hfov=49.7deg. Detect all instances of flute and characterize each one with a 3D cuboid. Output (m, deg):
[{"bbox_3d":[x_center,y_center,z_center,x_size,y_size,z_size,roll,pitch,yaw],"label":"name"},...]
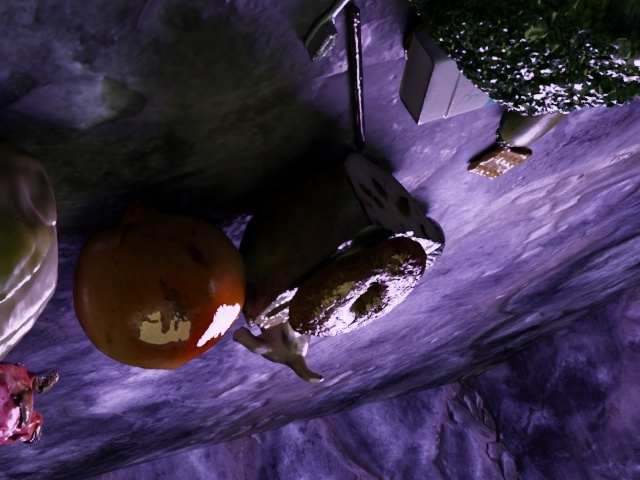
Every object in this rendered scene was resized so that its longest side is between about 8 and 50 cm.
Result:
[{"bbox_3d":[0.042,-0.168,0.771,0.014,0.014,0.269,-19,158,-3],"label":"flute"}]

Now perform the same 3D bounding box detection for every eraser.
[{"bbox_3d":[0.198,-0.196,0.729,0.225,0.052,0.095,-19,153,-16],"label":"eraser"}]

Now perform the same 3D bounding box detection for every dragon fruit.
[{"bbox_3d":[-0.575,0.302,1.168,0.282,0.147,0.211,2,149,-41],"label":"dragon fruit"}]

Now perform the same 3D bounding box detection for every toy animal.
[{"bbox_3d":[0.168,0.000,1.160,0.098,0.098,0.137,-18,177,-5],"label":"toy animal"},{"bbox_3d":[-0.063,0.120,1.161,0.121,0.233,0.168,-36,115,14],"label":"toy animal"}]

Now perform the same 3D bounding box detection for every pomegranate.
[{"bbox_3d":[-0.198,0.057,0.853,0.209,0.209,0.209,-17,158,-7],"label":"pomegranate"}]

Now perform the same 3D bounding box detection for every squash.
[{"bbox_3d":[0.297,-0.191,0.865,0.069,0.069,0.258,-7,154,-30],"label":"squash"}]

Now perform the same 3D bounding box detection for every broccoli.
[{"bbox_3d":[0.197,-0.217,0.540,0.269,0.261,0.241,16,118,-15],"label":"broccoli"}]

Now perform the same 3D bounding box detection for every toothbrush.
[{"bbox_3d":[0.062,-0.252,0.577,0.020,0.025,0.286,-3,152,-37],"label":"toothbrush"}]

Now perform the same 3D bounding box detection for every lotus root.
[{"bbox_3d":[-0.004,0.008,0.968,0.260,0.149,0.267,-33,160,22],"label":"lotus root"}]

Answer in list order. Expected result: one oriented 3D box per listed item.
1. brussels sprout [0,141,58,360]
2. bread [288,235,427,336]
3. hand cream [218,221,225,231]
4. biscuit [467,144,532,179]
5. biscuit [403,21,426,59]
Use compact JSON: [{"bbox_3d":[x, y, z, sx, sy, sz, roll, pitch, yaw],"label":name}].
[{"bbox_3d":[-0.361,0.024,0.554,0.294,0.259,0.227,-18,127,-25],"label":"brussels sprout"},{"bbox_3d":[0.048,0.062,0.855,0.193,0.064,0.193,-25,161,-9],"label":"bread"},{"bbox_3d":[-0.187,0.071,1.045,0.050,0.084,0.257,12,147,-16],"label":"hand cream"},{"bbox_3d":[0.278,-0.124,1.069,0.081,0.018,0.083,-36,153,34],"label":"biscuit"},{"bbox_3d":[0.129,-0.210,0.734,0.084,0.023,0.084,-17,156,-8],"label":"biscuit"}]
